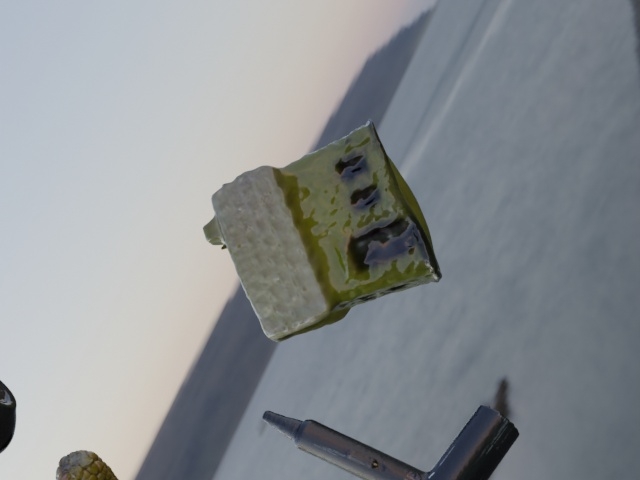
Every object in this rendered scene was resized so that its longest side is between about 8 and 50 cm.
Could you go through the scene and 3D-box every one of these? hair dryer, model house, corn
[{"bbox_3d":[0.050,0.180,1.191,0.173,0.195,0.050,-49,-16,-14],"label":"hair dryer"},{"bbox_3d":[0.000,0.000,1.535,0.234,0.193,0.175,-24,-6,7],"label":"model house"},{"bbox_3d":[-0.287,0.410,1.825,0.101,0.101,0.292,-64,-40,-60],"label":"corn"}]

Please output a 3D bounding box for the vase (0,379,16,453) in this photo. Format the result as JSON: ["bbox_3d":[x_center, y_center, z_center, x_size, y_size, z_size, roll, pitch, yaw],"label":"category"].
[{"bbox_3d":[-0.453,0.242,1.626,0.183,0.120,0.120,-47,2,7],"label":"vase"}]
